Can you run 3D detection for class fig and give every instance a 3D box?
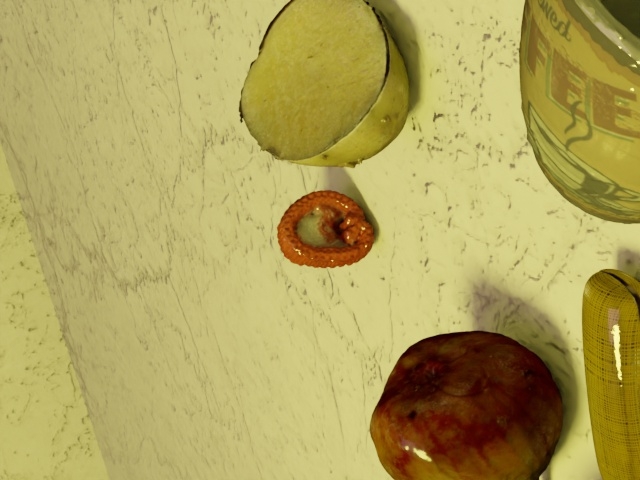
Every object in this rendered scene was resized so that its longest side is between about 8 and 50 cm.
[{"bbox_3d":[0.155,0.211,1.573,0.190,0.190,0.290,52,169,34],"label":"fig"}]

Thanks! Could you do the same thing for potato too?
[{"bbox_3d":[0.022,-0.152,1.603,0.117,0.182,0.202,30,-161,-44],"label":"potato"}]

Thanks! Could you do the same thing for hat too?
[{"bbox_3d":[0.000,0.000,1.832,0.162,0.112,0.093,113,160,-73],"label":"hat"}]

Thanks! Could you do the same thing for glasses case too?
[{"bbox_3d":[0.271,0.137,1.365,0.079,0.064,0.234,-137,32,-59],"label":"glasses case"}]

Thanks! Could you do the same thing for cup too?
[{"bbox_3d":[0.229,-0.163,1.044,0.257,0.227,0.301,110,163,-64],"label":"cup"}]
